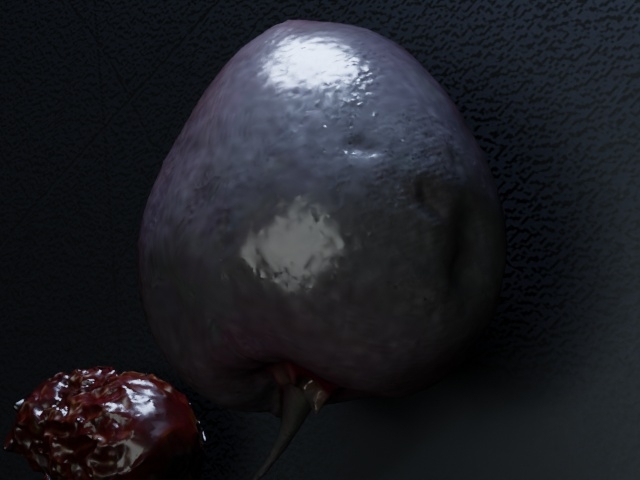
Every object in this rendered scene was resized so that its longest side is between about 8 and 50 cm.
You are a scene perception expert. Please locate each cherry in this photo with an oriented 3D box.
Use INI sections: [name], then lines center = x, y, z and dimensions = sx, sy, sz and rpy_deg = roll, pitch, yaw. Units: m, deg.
[cherry]
center = 0.000, 0.000, 0.702
dimensions = 0.213, 0.183, 0.266
rpy_deg = -11, 78, 34

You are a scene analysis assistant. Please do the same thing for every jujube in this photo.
[jujube]
center = -0.143, 0.131, 0.858
dimensions = 0.166, 0.104, 0.104
rpy_deg = 19, 94, 45
